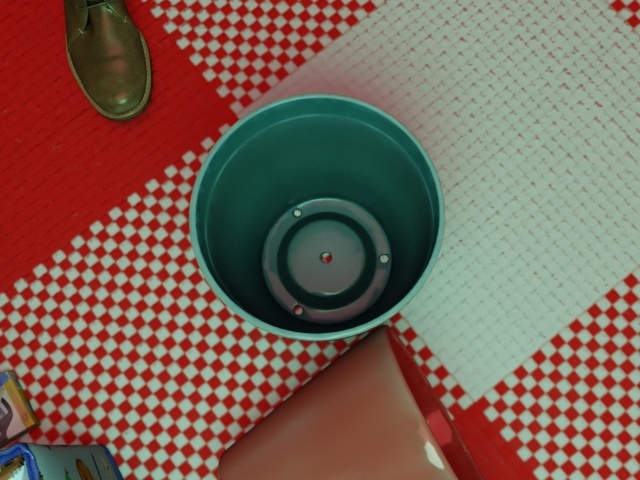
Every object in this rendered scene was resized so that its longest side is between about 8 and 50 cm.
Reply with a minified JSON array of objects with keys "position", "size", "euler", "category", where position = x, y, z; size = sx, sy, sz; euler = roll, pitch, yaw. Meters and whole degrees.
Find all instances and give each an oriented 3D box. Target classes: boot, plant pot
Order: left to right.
[{"position":[-0.308,-0.311,1.290],"size":[0.112,0.115,0.305],"euler":[-16,78,-3],"category":"boot"},{"position":[0.000,0.000,1.127],"size":[0.271,0.255,0.272],"euler":[0,77,2],"category":"plant pot"},{"position":[0.035,0.267,1.072],"size":[0.243,0.275,0.275],"euler":[-30,77,6],"category":"plant pot"}]

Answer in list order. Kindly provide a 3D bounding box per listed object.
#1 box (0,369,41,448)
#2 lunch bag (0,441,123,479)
[{"position":[-0.437,0.235,1.212],"size":[0.136,0.028,0.081],"euler":[-31,77,-6],"category":"box"},{"position":[-0.390,0.403,1.019],"size":[0.385,0.328,0.239],"euler":[-29,76,-5],"category":"lunch bag"}]
